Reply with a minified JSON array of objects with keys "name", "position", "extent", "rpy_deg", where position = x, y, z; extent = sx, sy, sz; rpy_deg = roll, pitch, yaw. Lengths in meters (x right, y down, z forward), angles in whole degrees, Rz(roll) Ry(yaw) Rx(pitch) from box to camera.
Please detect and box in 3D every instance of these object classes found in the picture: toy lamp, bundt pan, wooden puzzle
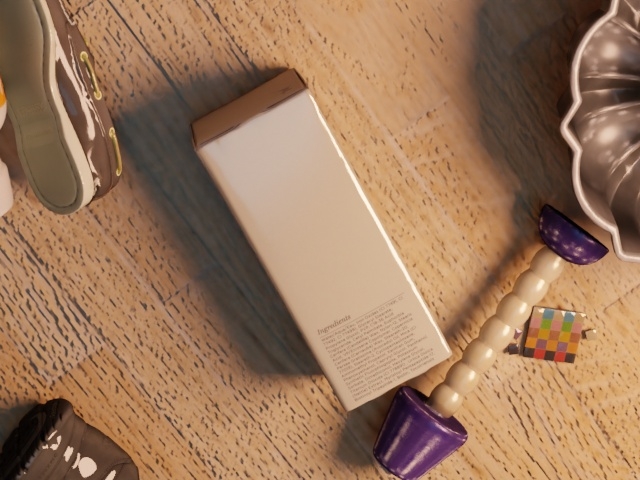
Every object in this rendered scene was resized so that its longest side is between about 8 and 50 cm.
[{"name":"toy lamp","position":[0.145,0.096,1.656],"extent":[0.080,0.080,0.274],"rpy_deg":[35,97,-16]},{"name":"bundt pan","position":[0.352,-0.124,1.589],"extent":[0.331,0.124,0.331],"rpy_deg":[-2,108,-6]},{"name":"wooden puzzle","position":[0.211,0.085,1.696],"extent":[0.083,0.006,0.049],"rpy_deg":[8,106,-10]}]

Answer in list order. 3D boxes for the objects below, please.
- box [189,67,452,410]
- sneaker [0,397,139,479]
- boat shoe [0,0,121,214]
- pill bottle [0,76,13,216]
[{"name":"box","position":[0.000,0.000,1.597],"extent":[0.113,0.094,0.275],"rpy_deg":[-27,108,1]},{"name":"sneaker","position":[-0.266,0.284,1.637],"extent":[0.130,0.109,0.286],"rpy_deg":[35,93,-22]},{"name":"boat shoe","position":[-0.224,-0.138,1.542],"extent":[0.081,0.069,0.227],"rpy_deg":[-3,108,36]},{"name":"pill bottle","position":[-0.338,-0.145,1.473],"extent":[0.162,0.162,0.278],"rpy_deg":[-13,108,-3]}]
